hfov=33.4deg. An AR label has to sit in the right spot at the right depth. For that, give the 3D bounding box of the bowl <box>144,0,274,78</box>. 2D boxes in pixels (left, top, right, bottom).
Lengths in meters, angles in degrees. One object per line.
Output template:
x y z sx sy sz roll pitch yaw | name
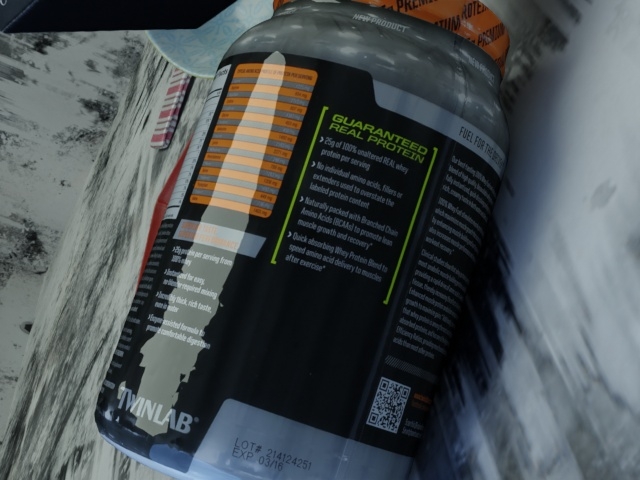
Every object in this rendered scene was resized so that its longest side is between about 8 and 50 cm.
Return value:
-0.106 -0.366 1.427 0.290 0.156 0.289 12 110 37 | bowl

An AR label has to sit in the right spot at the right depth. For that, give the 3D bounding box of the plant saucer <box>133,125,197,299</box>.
-0.194 -0.044 1.551 0.258 0.048 0.259 -54 23 40 | plant saucer

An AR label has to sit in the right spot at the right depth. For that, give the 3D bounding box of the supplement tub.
0.000 0.000 0.659 0.315 0.194 0.193 -71 17 -8 | supplement tub

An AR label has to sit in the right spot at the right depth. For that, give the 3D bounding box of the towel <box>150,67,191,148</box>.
-0.300 -0.279 2.192 0.144 0.029 0.197 -163 92 -73 | towel

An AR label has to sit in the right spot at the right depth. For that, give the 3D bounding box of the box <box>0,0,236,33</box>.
-0.175 -0.527 1.119 0.480 0.297 0.471 -22 82 47 | box
